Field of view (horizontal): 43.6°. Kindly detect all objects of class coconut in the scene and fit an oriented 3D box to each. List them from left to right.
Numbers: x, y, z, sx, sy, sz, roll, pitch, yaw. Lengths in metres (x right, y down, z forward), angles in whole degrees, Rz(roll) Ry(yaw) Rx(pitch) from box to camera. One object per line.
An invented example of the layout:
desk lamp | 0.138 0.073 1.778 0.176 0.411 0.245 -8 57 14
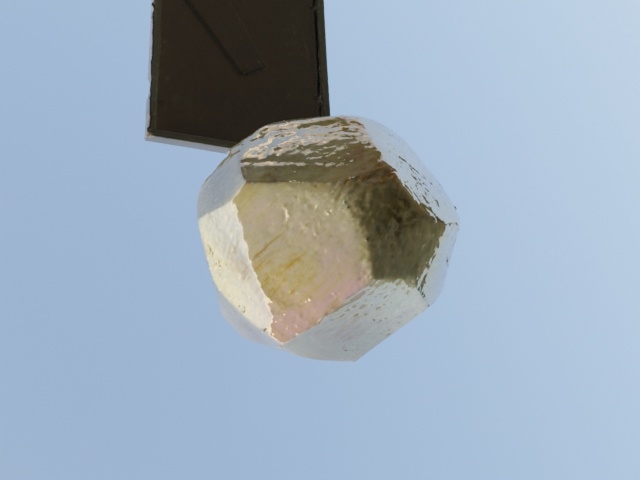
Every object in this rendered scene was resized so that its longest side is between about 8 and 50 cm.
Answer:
coconut | 0.000 0.000 0.737 0.237 0.236 0.197 65 -157 -1

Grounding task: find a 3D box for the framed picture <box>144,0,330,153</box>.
framed picture | -0.089 -0.222 0.918 0.213 0.016 0.289 7 -117 -21
